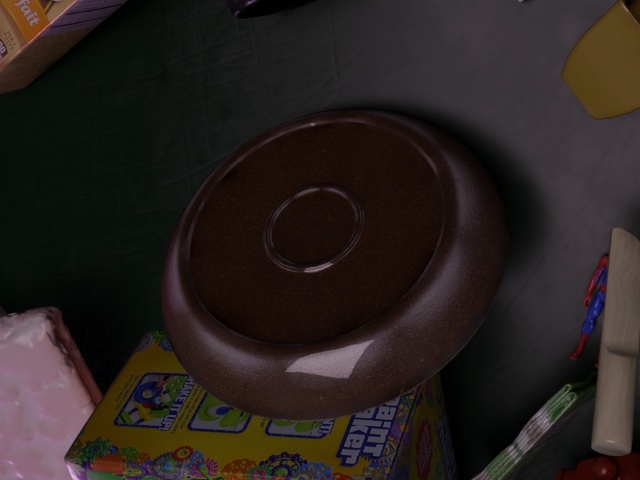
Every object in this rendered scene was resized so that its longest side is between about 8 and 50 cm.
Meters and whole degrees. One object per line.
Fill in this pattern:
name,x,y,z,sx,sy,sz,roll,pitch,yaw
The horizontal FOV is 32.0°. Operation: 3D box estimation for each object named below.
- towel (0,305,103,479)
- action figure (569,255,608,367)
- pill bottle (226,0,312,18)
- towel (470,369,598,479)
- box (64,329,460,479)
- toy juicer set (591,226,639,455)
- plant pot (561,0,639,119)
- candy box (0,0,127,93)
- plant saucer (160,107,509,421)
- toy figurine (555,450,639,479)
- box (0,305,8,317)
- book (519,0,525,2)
towel,-0.353,0.238,1.148,0.332,0.053,0.317,-17,115,12
action figure,0.249,0.054,0.971,0.038,0.030,0.115,19,106,21
pill bottle,-0.054,-0.313,0.957,0.123,0.123,0.219,-17,94,23
towel,0.185,0.172,0.975,0.023,0.113,0.152,45,112,19
box,-0.027,0.246,0.987,0.279,0.177,0.290,-1,123,21
toy juicer set,0.311,0.165,0.866,0.329,0.209,0.089,35,151,2
plant pot,0.246,-0.143,0.904,0.083,0.081,0.081,-40,86,35
candy box,-0.264,-0.275,1.015,0.316,0.087,0.183,-26,91,43
plant saucer,0.000,0.000,0.934,0.311,0.050,0.310,-10,53,14
toy figurine,0.271,0.284,0.909,0.148,0.209,0.213,-23,92,37
box,-0.449,0.130,1.207,0.103,0.114,0.203,45,112,6
book,0.199,-0.277,0.917,0.144,0.035,0.096,-33,92,24
